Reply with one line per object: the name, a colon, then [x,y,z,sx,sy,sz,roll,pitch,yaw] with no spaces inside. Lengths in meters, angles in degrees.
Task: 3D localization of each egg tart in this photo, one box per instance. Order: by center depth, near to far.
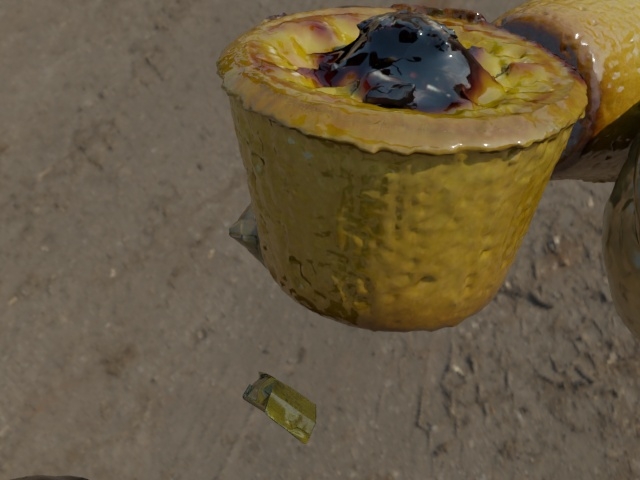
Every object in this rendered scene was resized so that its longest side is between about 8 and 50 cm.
egg tart: [0.041,-0.052,0.595,0.215,0.170,0.215,4,31,-3]
egg tart: [0.223,-0.135,0.899,0.203,0.202,0.147,17,27,38]

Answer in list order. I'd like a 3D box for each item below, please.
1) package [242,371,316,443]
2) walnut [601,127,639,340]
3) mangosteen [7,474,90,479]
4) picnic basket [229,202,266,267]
package: [-0.046,0.199,1.197,0.047,0.071,0.131,-54,11,-10]
walnut: [0.360,-0.019,0.763,0.277,0.252,0.313,6,45,40]
mangosteen: [-0.244,0.348,0.932,0.297,0.297,0.293,23,74,40]
picnic basket: [0.000,0.000,1.158,0.138,0.178,0.128,-41,2,25]
